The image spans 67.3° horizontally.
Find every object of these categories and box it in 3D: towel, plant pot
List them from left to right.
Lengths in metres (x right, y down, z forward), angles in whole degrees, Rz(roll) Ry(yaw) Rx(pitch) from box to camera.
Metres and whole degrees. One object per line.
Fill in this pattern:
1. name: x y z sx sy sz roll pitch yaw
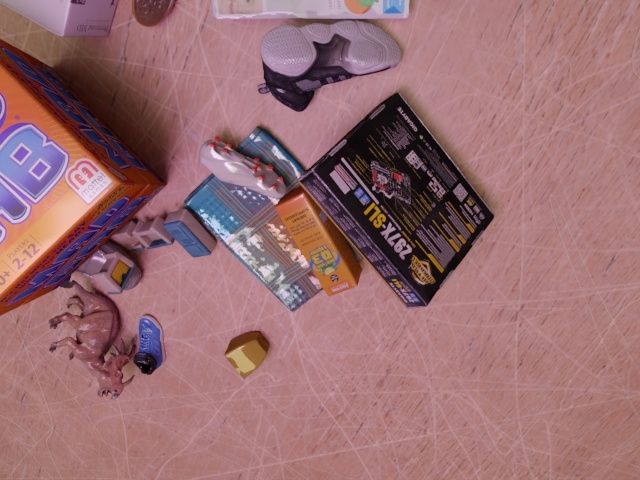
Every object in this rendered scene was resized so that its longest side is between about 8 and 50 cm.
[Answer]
1. plant pot: -0.176 0.276 1.202 0.083 0.081 0.081 -34 102 9
2. towel: -0.098 -0.035 1.079 0.271 0.040 0.370 -39 100 23

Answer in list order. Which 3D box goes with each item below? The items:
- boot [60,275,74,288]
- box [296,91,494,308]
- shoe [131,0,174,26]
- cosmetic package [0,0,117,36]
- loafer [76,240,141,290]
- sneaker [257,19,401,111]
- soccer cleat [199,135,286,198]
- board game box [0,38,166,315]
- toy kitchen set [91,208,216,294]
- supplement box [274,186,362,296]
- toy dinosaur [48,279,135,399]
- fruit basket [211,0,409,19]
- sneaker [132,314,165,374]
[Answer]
1. boot: -0.692 0.051 1.194 0.137 0.198 0.077 23 110 -38
2. box: 0.152 -0.077 0.904 0.322 0.257 0.079 48 156 -10
3. shoe: -0.304 -0.518 0.920 0.076 0.058 0.219 15 123 -29
4. cosmetic package: -0.482 -0.504 0.904 0.151 0.151 0.184 28 115 -1
5. loafer: -0.592 0.031 1.165 0.319 0.111 0.112 30 114 -1
6. sneaker: 0.010 -0.325 0.908 0.268 0.153 0.101 -8 74 -18
7. soccer cleat: -0.161 -0.139 0.996 0.196 0.068 0.076 32 130 -2
8. board game box: -0.581 -0.116 0.913 0.356 0.356 0.356 -44 99 0
9. toy kitchen set: -0.375 0.044 1.093 0.207 0.166 0.122 -9 137 27
10. supplement box: 0.000 0.000 1.016 0.078 0.080 0.233 -25 110 21
11. toy dinosaur: -0.574 0.242 1.250 0.200 0.127 0.296 3 96 -1
12. fruit basket: -0.020 -0.542 0.791 0.352 0.165 0.327 3 112 7
13. sneaker: -0.452 0.277 1.252 0.058 0.084 0.152 1 112 11
